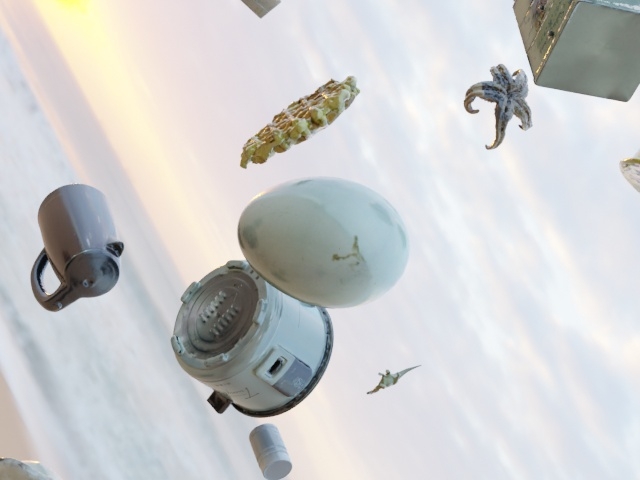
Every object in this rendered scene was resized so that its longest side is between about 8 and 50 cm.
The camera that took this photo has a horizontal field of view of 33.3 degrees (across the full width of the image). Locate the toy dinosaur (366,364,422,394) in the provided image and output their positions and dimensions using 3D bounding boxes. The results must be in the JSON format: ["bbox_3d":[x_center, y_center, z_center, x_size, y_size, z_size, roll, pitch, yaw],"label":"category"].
[{"bbox_3d":[0.130,0.242,1.906,0.026,0.113,0.041,53,-11,31],"label":"toy dinosaur"}]

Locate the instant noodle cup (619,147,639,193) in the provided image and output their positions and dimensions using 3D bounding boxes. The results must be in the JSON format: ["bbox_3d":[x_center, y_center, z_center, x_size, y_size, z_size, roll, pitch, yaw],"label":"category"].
[{"bbox_3d":[0.714,-0.152,1.821,0.326,0.254,0.325,33,0,0],"label":"instant noodle cup"}]

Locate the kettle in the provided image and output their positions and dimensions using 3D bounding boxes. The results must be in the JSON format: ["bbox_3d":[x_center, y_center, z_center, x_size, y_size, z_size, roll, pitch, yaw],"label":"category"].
[{"bbox_3d":[-0.464,0.020,2.001,0.144,0.202,0.232,54,2,-36],"label":"kettle"}]

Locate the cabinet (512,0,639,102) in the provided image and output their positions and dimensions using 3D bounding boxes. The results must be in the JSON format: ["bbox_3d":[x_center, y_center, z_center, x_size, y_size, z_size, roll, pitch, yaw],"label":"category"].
[{"bbox_3d":[0.371,-0.325,1.499,0.145,0.150,0.206,111,-18,-45],"label":"cabinet"}]

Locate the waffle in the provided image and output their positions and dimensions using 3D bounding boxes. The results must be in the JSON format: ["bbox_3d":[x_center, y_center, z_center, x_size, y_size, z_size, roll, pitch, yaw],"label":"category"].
[{"bbox_3d":[-0.044,-0.270,2.399,0.325,0.302,0.068,-18,-70,43],"label":"waffle"}]

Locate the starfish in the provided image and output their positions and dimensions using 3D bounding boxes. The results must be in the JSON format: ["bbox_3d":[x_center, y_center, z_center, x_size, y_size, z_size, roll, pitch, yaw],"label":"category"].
[{"bbox_3d":[0.358,-0.264,2.043,0.146,0.190,0.074,52,-35,-9],"label":"starfish"}]

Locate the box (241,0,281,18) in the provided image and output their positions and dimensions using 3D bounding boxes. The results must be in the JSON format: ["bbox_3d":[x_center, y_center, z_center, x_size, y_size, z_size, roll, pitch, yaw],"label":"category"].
[{"bbox_3d":[-0.155,-0.525,1.983,0.201,0.058,0.141,38,35,-29],"label":"box"}]

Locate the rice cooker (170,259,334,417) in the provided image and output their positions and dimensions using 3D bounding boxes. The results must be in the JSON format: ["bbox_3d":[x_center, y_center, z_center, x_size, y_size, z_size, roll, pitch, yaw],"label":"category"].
[{"bbox_3d":[-0.111,0.172,1.848,0.241,0.280,0.227,36,-4,46],"label":"rice cooker"}]

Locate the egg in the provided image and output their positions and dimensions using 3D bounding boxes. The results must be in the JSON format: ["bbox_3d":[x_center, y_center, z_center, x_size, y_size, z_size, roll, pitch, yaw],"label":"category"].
[{"bbox_3d":[0.000,0.000,1.500,0.264,0.183,0.183,12,-37,30],"label":"egg"}]

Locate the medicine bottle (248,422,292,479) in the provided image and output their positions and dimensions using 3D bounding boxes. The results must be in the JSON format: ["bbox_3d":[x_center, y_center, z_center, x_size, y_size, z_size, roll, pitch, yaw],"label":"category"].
[{"bbox_3d":[-0.091,0.382,1.938,0.091,0.058,0.058,-118,-175,-47],"label":"medicine bottle"}]

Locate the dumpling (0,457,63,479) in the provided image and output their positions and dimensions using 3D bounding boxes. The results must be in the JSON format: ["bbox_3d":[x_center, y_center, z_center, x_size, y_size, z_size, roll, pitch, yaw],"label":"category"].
[{"bbox_3d":[-0.484,0.410,1.720,0.172,0.247,0.142,50,39,-24],"label":"dumpling"}]
